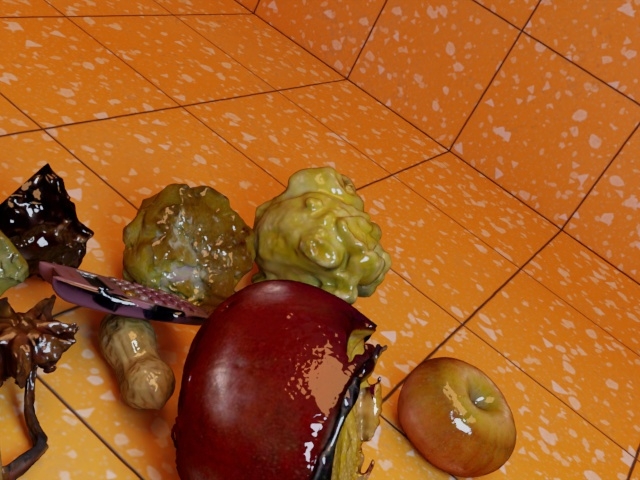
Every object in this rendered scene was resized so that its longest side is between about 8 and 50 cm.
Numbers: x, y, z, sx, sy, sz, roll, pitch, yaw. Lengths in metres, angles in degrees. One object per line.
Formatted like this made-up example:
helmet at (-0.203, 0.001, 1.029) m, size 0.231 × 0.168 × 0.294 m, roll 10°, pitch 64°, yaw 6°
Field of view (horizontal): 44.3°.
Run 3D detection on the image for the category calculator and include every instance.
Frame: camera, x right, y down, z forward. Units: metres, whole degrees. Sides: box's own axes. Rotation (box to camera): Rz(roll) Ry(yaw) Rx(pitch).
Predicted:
calculator at (-0.326, 0.098, 1.341) m, size 0.294 × 0.043 × 0.194 m, roll 17°, pitch 0°, yaw -30°

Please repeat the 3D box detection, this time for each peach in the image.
peach at (-0.047, 0.276, 1.190) m, size 0.352 × 0.339 × 0.417 m, roll -22°, pitch 46°, yaw -7°

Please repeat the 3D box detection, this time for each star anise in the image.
star anise at (-0.463, 0.196, 1.142) m, size 0.237 × 0.148 × 0.346 m, roll -12°, pitch 47°, yaw -19°

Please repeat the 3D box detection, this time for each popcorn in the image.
popcorn at (0.002, 0.018, 1.663) m, size 0.312 × 0.312 × 0.312 m, roll 21°, pitch 30°, yaw -13°

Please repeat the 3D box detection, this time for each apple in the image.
apple at (0.255, 0.342, 1.503) m, size 0.210 × 0.173 × 0.235 m, roll 7°, pitch 45°, yaw -42°

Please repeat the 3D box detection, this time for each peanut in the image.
peanut at (-0.304, 0.198, 1.301) m, size 0.229 × 0.098 × 0.103 m, roll 51°, pitch 5°, yaw 38°

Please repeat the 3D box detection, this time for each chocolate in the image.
chocolate at (-0.501, 0.000, 1.387) m, size 0.177 × 0.224 × 0.206 m, roll 47°, pitch 25°, yaw -16°

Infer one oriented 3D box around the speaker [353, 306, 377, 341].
speaker at (0.034, 0.208, 1.643) m, size 0.082 × 0.044 × 0.218 m, roll 38°, pitch 30°, yaw 16°

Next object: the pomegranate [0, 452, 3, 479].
pomegranate at (-0.500, 0.280, 0.749) m, size 0.416 × 0.417 × 0.417 m, roll 21°, pitch 30°, yaw -13°

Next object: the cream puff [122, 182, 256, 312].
cream puff at (-0.272, 0.022, 1.563) m, size 0.281 × 0.185 × 0.282 m, roll 10°, pitch 74°, yaw -40°

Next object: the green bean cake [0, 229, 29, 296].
green bean cake at (-0.539, 0.091, 1.071) m, size 0.232 × 0.124 × 0.236 m, roll -10°, pitch 42°, yaw 9°
